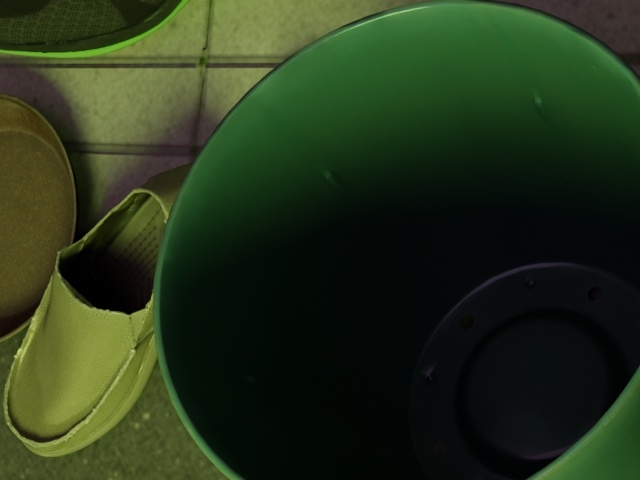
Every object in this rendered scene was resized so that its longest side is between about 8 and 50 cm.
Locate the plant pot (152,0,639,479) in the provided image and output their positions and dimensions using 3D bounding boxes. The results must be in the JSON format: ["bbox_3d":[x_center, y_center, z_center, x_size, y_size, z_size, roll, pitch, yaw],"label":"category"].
[{"bbox_3d":[0.090,0.051,0.957,0.293,0.235,0.293,-11,61,22],"label":"plant pot"}]

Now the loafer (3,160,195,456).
[{"bbox_3d":[-0.158,0.046,1.227,0.102,0.092,0.268,46,110,28],"label":"loafer"}]

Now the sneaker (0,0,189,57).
[{"bbox_3d":[-0.104,-0.258,1.160,0.482,0.202,0.185,-16,76,31],"label":"sneaker"}]

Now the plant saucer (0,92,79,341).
[{"bbox_3d":[-0.256,-0.015,1.333,0.198,0.036,0.199,-3,83,32],"label":"plant saucer"}]
